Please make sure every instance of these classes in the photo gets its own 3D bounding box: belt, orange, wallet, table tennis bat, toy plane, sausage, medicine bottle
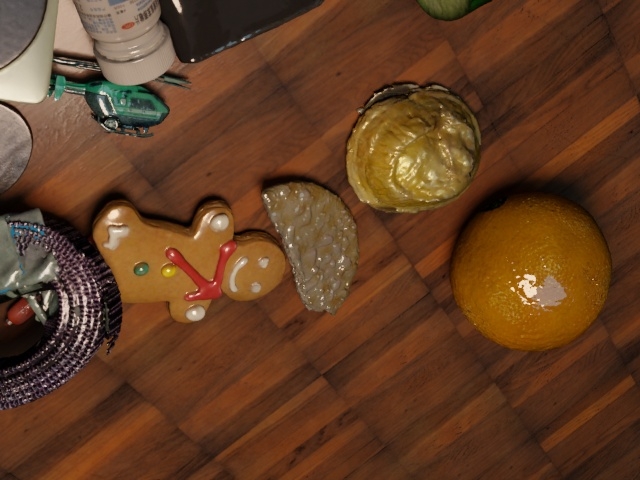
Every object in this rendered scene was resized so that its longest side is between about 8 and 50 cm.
[{"bbox_3d":[-0.449,0.101,1.222,0.324,0.122,0.260,-20,98,3],"label":"belt"},{"bbox_3d":[0.355,0.051,1.473,0.274,0.274,0.274,-10,120,-17],"label":"orange"},{"bbox_3d":[-0.160,-0.446,1.116,0.228,0.062,0.406,-28,125,-7],"label":"wallet"},{"bbox_3d":[-0.486,-0.096,1.198,0.130,0.019,0.220,33,100,-31],"label":"table tennis bat"},{"bbox_3d":[-0.295,-0.200,1.196,0.235,0.060,0.096,7,106,-29],"label":"toy plane"},{"bbox_3d":[-0.378,0.042,1.308,0.253,0.034,0.034,-43,124,3],"label":"sausage"},{"bbox_3d":[-0.254,-0.292,1.107,0.105,0.105,0.168,-22,138,-10],"label":"medicine bottle"}]

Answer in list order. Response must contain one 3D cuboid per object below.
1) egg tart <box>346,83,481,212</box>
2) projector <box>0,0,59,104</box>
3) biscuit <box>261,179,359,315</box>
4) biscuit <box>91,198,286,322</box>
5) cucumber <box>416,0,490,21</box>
[{"bbox_3d":[0.160,-0.133,1.400,0.252,0.098,0.232,37,96,-29],"label":"egg tart"},{"bbox_3d":[-0.448,-0.309,1.044,0.257,0.079,0.259,4,103,-29],"label":"projector"},{"bbox_3d":[-0.001,-0.001,1.426,0.141,0.038,0.290,-37,128,-19],"label":"biscuit"},{"bbox_3d":[-0.200,0.038,1.350,0.339,0.047,0.216,10,117,-33],"label":"biscuit"},{"bbox_3d":[0.193,-0.400,1.216,0.130,0.191,0.191,-31,124,-3],"label":"cucumber"}]
